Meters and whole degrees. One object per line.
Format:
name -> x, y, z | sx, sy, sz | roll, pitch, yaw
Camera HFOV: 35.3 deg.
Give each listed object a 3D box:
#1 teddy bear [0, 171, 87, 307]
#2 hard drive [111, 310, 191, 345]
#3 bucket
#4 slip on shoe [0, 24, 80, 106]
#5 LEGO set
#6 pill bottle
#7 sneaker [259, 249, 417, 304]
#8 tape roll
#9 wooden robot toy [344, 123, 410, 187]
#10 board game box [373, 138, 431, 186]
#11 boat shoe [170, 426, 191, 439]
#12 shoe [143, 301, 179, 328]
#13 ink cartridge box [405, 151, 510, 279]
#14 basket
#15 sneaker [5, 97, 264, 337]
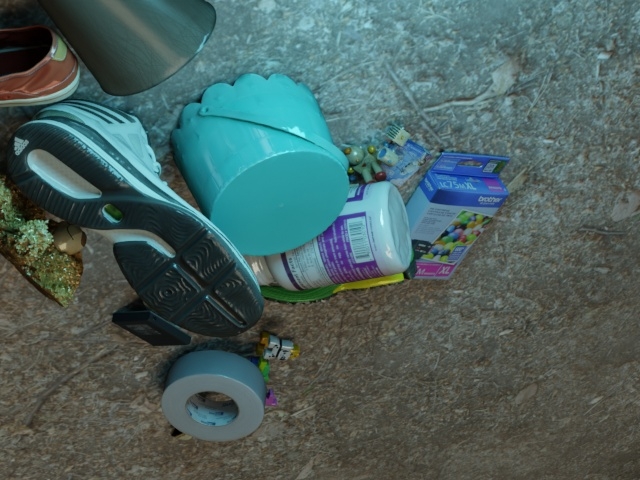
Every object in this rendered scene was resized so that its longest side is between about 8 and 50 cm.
teddy bear -> -0.467, -0.049, 1.497 | 0.338, 0.245, 0.113 | 45, 74, -16
hard drive -> -0.329, 0.174, 1.967 | 0.094, 0.022, 0.135 | -6, 151, 29
bucket -> -0.093, -0.120, 1.665 | 0.281, 0.183, 0.281 | -17, 142, -13
slip on shoe -> -0.494, -0.226, 1.349 | 0.331, 0.123, 0.101 | -10, 152, -8
LEGO set -> -0.096, 0.267, 2.185 | 0.093, 0.087, 0.227 | 8, 133, -16
pill bottle -> 0.000, 0.000, 1.818 | 0.301, 0.169, 0.169 | -10, 146, 18
sneaker -> 0.009, 0.031, 1.972 | 0.343, 0.134, 0.146 | -13, 105, -5
tape roll -> -0.225, 0.331, 2.136 | 0.219, 0.072, 0.219 | 2, 130, 2
wooden robot toy -> 0.081, -0.147, 1.828 | 0.079, 0.076, 0.173 | 31, 116, -35
board game box -> 0.150, -0.149, 1.898 | 0.090, 0.020, 0.090 | 22, 123, -44
boat shoe -> -0.292, 0.408, 2.272 | 0.045, 0.050, 0.135 | 7, 132, -42
shoe -> -0.302, 0.115, 1.919 | 0.076, 0.058, 0.219 | -24, 142, -2
ink cartridge box -> 0.253, -0.043, 2.049 | 0.186, 0.065, 0.311 | 3, 132, -32
basket -> -0.288, -0.328, 1.349 | 0.204, 0.154, 0.227 | -25, 139, 19
sneaker -> -0.245, -0.063, 1.544 | 0.447, 0.257, 0.169 | 43, 115, -16
